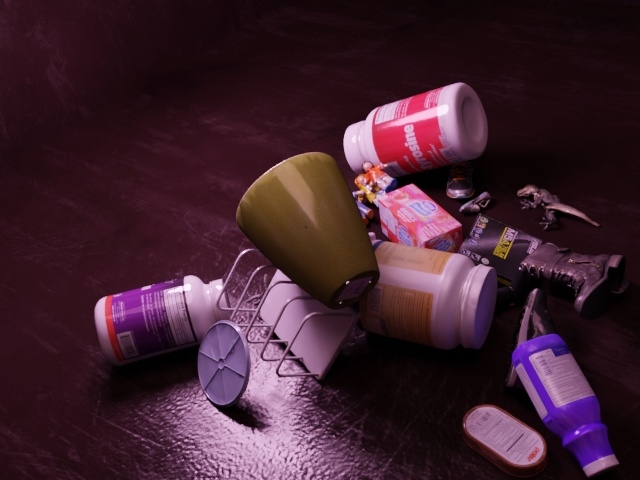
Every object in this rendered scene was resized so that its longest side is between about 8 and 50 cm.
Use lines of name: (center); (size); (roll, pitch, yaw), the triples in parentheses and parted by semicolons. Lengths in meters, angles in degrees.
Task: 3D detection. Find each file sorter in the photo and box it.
file sorter: (-0.086, 0.170, 1.723); (0.173, 0.192, 0.278); (8, 27, -48)

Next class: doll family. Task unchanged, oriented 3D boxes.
doll family: (0.115, -0.124, 2.214); (0.263, 0.118, 0.163); (-41, 50, -7)

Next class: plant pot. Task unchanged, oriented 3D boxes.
plant pot: (0.000, 0.000, 1.647); (0.275, 0.274, 0.293); (-26, 62, -18)

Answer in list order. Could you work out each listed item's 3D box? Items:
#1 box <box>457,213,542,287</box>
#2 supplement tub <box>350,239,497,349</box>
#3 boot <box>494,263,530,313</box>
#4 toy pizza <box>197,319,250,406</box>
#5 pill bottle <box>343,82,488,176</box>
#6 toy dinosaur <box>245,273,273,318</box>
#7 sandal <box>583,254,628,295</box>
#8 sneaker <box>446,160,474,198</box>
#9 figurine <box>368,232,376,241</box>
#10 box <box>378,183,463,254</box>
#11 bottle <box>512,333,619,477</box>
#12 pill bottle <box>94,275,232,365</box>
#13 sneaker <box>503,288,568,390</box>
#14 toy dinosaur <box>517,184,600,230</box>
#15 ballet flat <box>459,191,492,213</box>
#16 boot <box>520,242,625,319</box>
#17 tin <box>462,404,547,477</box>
box: (0.468, 0.030, 1.914); (0.184, 0.045, 0.190); (25, 47, 15)
supplement tub: (0.240, 0.131, 1.737); (0.316, 0.228, 0.228); (11, 43, 26)
boot: (0.457, 0.120, 1.788); (0.099, 0.121, 0.045); (-13, 35, -12)
toy pizza: (-0.221, 0.289, 1.717); (0.032, 0.201, 0.201); (8, 20, -43)
pill bottle: (0.283, -0.321, 2.239); (0.408, 0.229, 0.229); (-11, 32, 37)
toy dinosaur: (-0.037, 0.101, 1.938); (0.314, 0.121, 0.160); (-33, 49, -21)
sandal: (0.708, 0.092, 1.826); (0.067, 0.040, 0.179); (-12, 28, -7)
sneaker: (0.427, -0.205, 2.237); (0.084, 0.083, 0.215); (-1, 40, 11)
figurine: (0.041, 0.014, 1.959); (0.215, 0.092, 0.209); (3, -2, 20)
box: (0.275, -0.033, 2.019); (0.123, 0.128, 0.257); (-23, 39, -15)
bottle: (0.496, 0.330, 1.468); (0.118, 0.092, 0.282); (-12, 59, -20)
pill bottle: (-0.392, 0.196, 1.856); (0.323, 0.181, 0.181); (-14, 38, -4)
sneaker: (0.504, 0.236, 1.662); (0.124, 0.107, 0.283); (18, 48, 12)
toy dinosaur: (0.642, -0.092, 2.058); (0.118, 0.064, 0.268); (-25, 42, -27)
ballet flat: (0.460, -0.105, 2.138); (0.114, 0.041, 0.041); (-31, 42, -23)
boot: (0.588, 0.091, 1.763); (0.229, 0.091, 0.263); (11, 31, 37)
tin: (0.377, 0.410, 1.505); (0.106, 0.040, 0.190); (-38, 45, -24)
